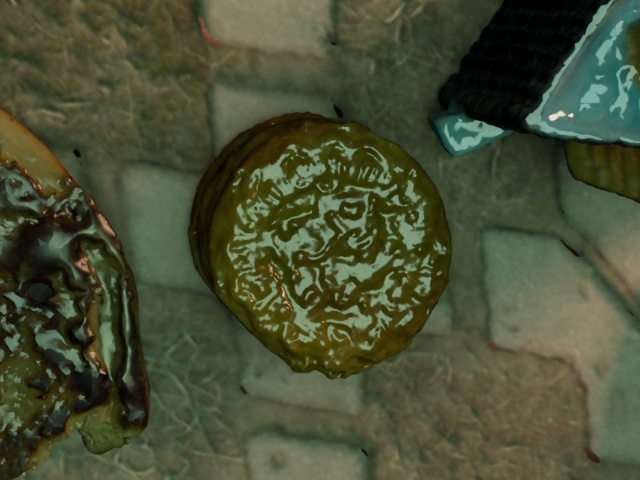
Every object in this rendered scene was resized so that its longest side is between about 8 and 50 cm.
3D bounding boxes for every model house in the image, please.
[{"bbox_3d":[0.214,-0.097,1.353,0.241,0.261,0.226,-25,100,-5],"label":"model house"}]

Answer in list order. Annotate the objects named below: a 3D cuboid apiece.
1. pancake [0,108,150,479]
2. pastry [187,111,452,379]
[{"bbox_3d":[-0.207,0.057,1.419,0.212,0.056,0.257,25,101,-4],"label":"pancake"},{"bbox_3d":[0.000,0.000,1.415,0.189,0.103,0.188,-1,99,-9],"label":"pastry"}]
